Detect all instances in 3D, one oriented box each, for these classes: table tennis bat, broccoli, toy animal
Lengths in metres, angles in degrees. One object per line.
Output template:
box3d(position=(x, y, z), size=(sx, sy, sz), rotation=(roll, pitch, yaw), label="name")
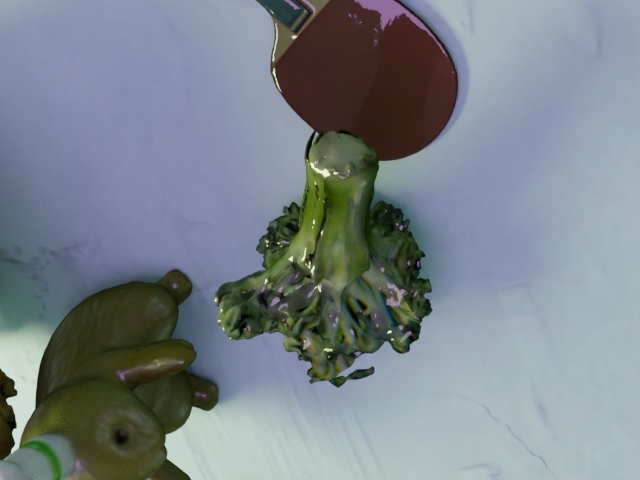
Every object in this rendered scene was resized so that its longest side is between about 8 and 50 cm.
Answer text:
box3d(position=(0.004, -0.183, 1.248), size=(0.274, 0.021, 0.154), rotation=(40, 120, -6), label="table tennis bat")
box3d(position=(-0.017, 0.009, 1.223), size=(0.199, 0.177, 0.275), rotation=(-24, 149, 5), label="broccoli")
box3d(position=(-0.203, 0.184, 1.317), size=(0.180, 0.363, 0.181), rotation=(-1, 119, 3), label="toy animal")

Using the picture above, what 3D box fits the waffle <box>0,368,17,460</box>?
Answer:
box3d(position=(-0.424, 0.052, 1.314), size=(0.095, 0.379, 0.382), rotation=(-29, 114, 1), label="waffle")
